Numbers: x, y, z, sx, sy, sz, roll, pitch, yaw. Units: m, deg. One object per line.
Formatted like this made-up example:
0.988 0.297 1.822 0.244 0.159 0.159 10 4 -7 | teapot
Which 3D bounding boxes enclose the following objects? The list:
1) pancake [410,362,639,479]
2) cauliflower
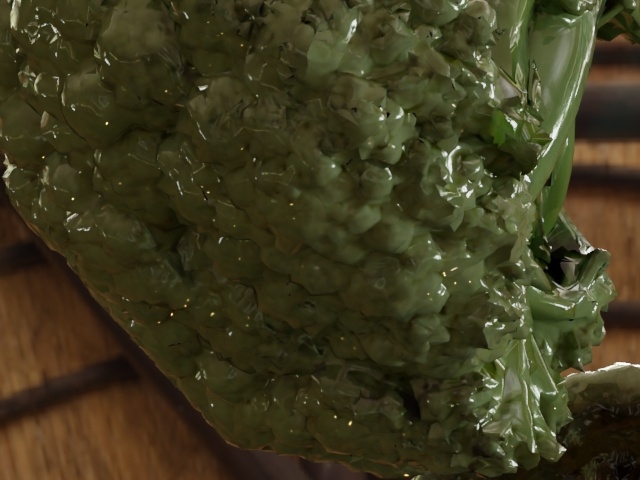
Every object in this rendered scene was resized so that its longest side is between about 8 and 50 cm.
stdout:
0.147 0.179 0.751 0.254 0.253 0.037 0 -168 11 | pancake
0.025 -0.056 0.510 0.250 0.272 0.275 -42 -149 -2 | cauliflower
